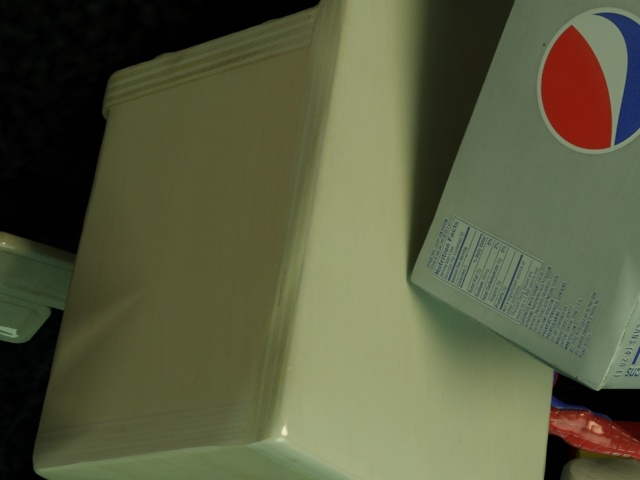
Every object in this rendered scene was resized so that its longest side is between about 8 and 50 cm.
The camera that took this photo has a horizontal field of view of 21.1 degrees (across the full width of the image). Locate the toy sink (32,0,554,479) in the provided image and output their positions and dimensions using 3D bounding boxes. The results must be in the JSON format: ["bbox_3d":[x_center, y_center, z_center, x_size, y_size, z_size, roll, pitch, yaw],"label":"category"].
[{"bbox_3d":[0.000,0.000,0.674,0.131,0.234,0.153,-12,149,38],"label":"toy sink"}]

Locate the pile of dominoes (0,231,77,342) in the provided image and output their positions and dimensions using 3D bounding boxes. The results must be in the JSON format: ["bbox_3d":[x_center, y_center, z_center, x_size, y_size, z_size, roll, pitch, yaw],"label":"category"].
[{"bbox_3d":[-0.237,0.015,0.708,0.251,0.040,0.196,-29,138,22],"label":"pile of dominoes"}]

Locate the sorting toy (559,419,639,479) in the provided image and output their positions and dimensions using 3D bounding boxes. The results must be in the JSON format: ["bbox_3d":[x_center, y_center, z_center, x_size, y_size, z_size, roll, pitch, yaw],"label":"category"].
[{"bbox_3d":[0.247,0.190,0.978,0.255,0.089,0.257,3,135,0],"label":"sorting toy"}]

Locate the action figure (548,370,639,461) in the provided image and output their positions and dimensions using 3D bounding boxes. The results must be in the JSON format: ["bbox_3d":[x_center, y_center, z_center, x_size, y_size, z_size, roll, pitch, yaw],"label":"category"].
[{"bbox_3d":[0.149,0.013,0.786,0.139,0.091,0.280,15,129,-17],"label":"action figure"}]

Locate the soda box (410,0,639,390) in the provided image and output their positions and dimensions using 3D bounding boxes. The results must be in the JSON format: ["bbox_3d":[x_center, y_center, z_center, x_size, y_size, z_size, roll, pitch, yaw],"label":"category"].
[{"bbox_3d":[0.137,-0.094,0.581,0.098,0.091,0.286,5,109,-49],"label":"soda box"}]
